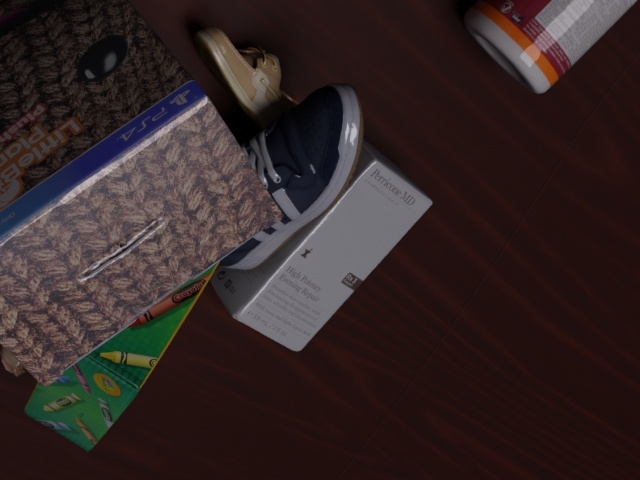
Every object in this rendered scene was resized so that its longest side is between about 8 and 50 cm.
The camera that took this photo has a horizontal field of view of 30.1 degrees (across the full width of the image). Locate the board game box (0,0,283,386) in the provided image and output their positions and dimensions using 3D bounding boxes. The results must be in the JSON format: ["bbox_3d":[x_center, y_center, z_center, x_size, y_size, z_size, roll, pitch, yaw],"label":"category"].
[{"bbox_3d":[-0.210,-0.071,0.978,0.232,0.291,0.141,-36,135,-5],"label":"board game box"}]

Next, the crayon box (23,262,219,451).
[{"bbox_3d":[-0.186,0.084,1.109,0.081,0.278,0.165,33,62,-6],"label":"crayon box"}]

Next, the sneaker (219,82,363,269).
[{"bbox_3d":[-0.082,-0.058,1.154,0.153,0.099,0.282,6,146,-31],"label":"sneaker"}]

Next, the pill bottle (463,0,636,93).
[{"bbox_3d":[0.266,-0.270,1.246,0.221,0.121,0.121,-46,134,5],"label":"pill bottle"}]

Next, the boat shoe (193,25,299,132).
[{"bbox_3d":[-0.066,-0.161,1.167,0.059,0.063,0.170,-41,144,-2],"label":"boat shoe"}]

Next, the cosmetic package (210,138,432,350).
[{"bbox_3d":[0.000,0.000,1.310,0.231,0.085,0.117,-48,134,10],"label":"cosmetic package"}]

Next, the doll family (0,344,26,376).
[{"bbox_3d":[-0.373,0.076,1.133,0.263,0.118,0.163,-11,124,-48],"label":"doll family"}]
